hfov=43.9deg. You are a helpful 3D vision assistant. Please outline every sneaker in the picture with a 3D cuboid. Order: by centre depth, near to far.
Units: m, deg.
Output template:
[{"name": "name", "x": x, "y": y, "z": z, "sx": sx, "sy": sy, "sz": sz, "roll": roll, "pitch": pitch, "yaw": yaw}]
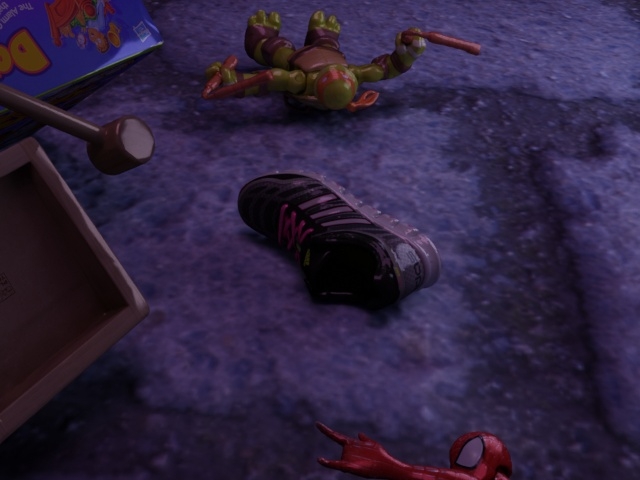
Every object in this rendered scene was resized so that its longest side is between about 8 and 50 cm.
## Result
[{"name": "sneaker", "x": 0.000, "y": 0.000, "z": 0.581, "sx": 0.170, "sy": 0.063, "sz": 0.075, "roll": 26, "pitch": 36, "yaw": 22}]

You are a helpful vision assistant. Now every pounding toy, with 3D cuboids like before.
[{"name": "pounding toy", "x": -0.191, "y": -0.009, "z": 0.479, "sx": 0.094, "sy": 0.181, "sz": 0.206, "roll": -19, "pitch": 18, "yaw": 41}]

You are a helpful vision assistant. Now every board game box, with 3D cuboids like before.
[{"name": "board game box", "x": -0.310, "y": -0.078, "z": 0.554, "sx": 0.233, "sy": 0.078, "sz": 0.347, "roll": -17, "pitch": 17, "yaw": 45}]

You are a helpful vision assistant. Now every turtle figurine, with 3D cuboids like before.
[{"name": "turtle figurine", "x": 0.008, "y": -0.178, "z": 0.808, "sx": 0.270, "sy": 0.087, "sz": 0.217, "roll": -14, "pitch": 31, "yaw": -8}]

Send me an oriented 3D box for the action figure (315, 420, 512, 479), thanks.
[{"name": "action figure", "x": 0.049, "y": 0.181, "z": 0.307, "sx": 0.139, "sy": 0.091, "sz": 0.280, "roll": 14, "pitch": 36, "yaw": -6}]
